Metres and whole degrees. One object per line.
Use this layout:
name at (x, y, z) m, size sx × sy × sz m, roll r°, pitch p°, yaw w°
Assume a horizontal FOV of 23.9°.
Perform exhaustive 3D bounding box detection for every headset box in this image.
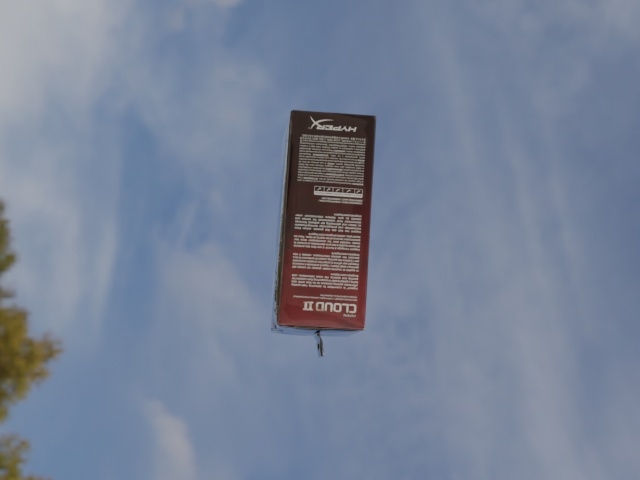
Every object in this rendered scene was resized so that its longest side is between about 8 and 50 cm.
headset box at (0.000, 0.000, 0.541) m, size 0.062 × 0.032 × 0.083 m, roll 120°, pitch -28°, yaw -83°
